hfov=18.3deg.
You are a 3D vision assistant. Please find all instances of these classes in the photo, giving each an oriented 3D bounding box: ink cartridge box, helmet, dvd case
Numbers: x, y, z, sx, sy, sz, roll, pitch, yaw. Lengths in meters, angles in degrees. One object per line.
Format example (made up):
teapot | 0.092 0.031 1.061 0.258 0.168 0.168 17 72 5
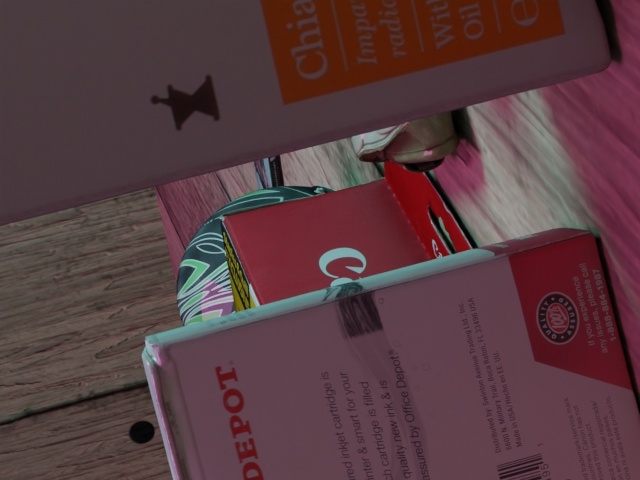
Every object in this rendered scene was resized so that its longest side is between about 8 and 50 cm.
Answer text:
ink cartridge box | 0.034 0.096 1.288 0.309 0.130 0.272 -117 16 -57
helmet | -0.027 0.035 1.526 0.161 0.169 0.169 39 -147 -75
dvd case | -0.052 -0.069 1.956 0.087 0.013 0.119 -114 12 -48
ink cartridge box | 0.037 0.096 0.958 0.092 0.218 0.159 -178 73 -81

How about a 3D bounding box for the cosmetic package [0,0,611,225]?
cosmetic package | -0.129 -0.134 0.844 0.161 0.453 0.230 -137 33 -75

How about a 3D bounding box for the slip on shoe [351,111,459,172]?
slip on shoe | 0.054 -0.058 1.178 0.041 0.051 0.135 63 165 3
